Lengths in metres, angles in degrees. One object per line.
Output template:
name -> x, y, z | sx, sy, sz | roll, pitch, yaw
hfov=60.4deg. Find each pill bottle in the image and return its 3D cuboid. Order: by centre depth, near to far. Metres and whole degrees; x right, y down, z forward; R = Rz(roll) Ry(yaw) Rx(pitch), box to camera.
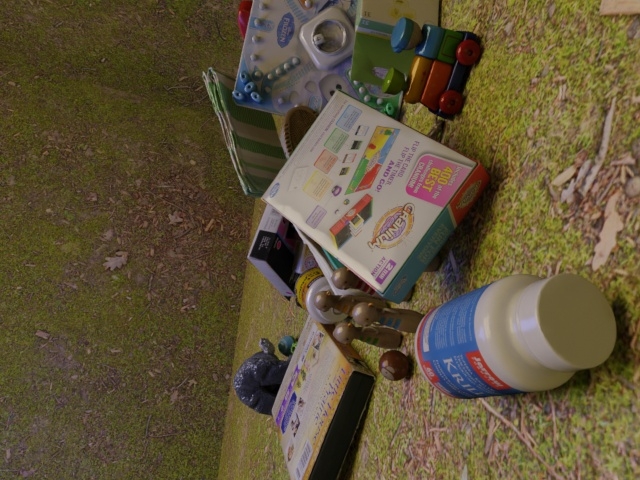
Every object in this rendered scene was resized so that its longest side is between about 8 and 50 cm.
pill bottle -> 0.206, 0.108, 0.611 | 0.221, 0.124, 0.124 | 131, 148, -64
pill bottle -> 0.010, 0.137, 1.358 | 0.215, 0.117, 0.117 | -159, 81, -75

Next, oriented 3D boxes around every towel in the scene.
towel -> -0.159, -0.255, 1.362 | 0.038, 0.248, 0.325 | -25, 79, 26

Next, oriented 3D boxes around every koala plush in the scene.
koala plush -> -0.166, 0.398, 1.656 | 0.221, 0.203, 0.196 | -137, 60, -74

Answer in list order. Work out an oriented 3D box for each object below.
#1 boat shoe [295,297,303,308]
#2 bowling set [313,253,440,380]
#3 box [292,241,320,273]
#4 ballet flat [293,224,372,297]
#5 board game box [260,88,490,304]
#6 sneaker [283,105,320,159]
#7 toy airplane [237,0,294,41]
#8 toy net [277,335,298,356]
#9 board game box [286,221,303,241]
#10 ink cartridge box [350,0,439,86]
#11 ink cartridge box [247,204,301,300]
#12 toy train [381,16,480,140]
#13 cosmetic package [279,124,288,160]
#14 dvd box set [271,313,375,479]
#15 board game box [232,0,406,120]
boat shoe -> -0.044, 0.184, 1.655 | 0.152, 0.056, 0.049 | 134, 151, -64
bowling set -> 0.091, 0.136, 0.973 | 0.287, 0.154, 0.200 | 120, 158, -51
box -> 0.000, 0.000, 1.518 | 0.103, 0.114, 0.203 | -173, 93, -76
ballet flat -> 0.017, 0.002, 1.271 | 0.400, 0.139, 0.139 | 63, 142, 40
board game box -> 0.075, -0.083, 0.904 | 0.316, 0.064, 0.242 | 39, 96, 36
sneaker -> -0.009, -0.118, 1.109 | 0.153, 0.099, 0.282 | 130, 118, -74
toy airplane -> -0.025, -0.464, 1.483 | 0.272, 0.384, 0.386 | -39, -7, 35
toy net -> -0.108, 0.424, 1.748 | 0.122, 0.045, 0.232 | 11, 93, 47
board game box -> 0.020, -0.049, 1.389 | 0.259, 0.030, 0.136 | 13, 89, 44
ink cartridge box -> 0.156, -0.430, 1.143 | 0.056, 0.171, 0.235 | 121, 157, -67
ink cartridge box -> -0.096, 0.046, 1.592 | 0.371, 0.069, 0.176 | 62, -137, -63
toy train -> 0.175, -0.266, 0.997 | 0.105, 0.143, 0.248 | -113, 37, -67
cosmetic package -> -0.074, -0.245, 1.918 | 0.385, 0.156, 0.217 | -98, 22, -51
dvd box set -> -0.011, 0.368, 1.295 | 0.420, 0.062, 0.308 | -147, 77, -75
board game box -> 0.021, -0.466, 1.256 | 0.050, 0.389, 0.390 | -41, -36, -86
